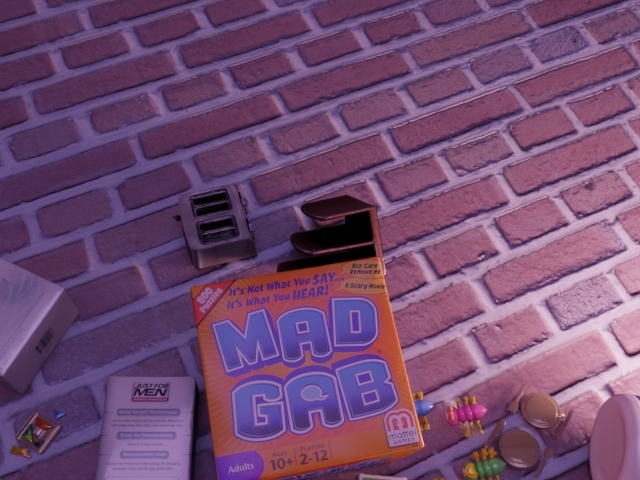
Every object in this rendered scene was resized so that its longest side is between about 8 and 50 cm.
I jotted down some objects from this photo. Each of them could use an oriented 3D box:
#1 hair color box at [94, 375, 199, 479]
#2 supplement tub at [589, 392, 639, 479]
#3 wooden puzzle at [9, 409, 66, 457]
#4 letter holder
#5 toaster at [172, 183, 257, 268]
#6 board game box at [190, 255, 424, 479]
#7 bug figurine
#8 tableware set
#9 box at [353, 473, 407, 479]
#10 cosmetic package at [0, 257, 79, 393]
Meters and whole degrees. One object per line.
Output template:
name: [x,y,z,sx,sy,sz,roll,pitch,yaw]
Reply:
hair color box: [-0.351,0.469,1.450,0.186,0.113,0.374,1,63,-4]
supplement tub: [0.743,0.450,1.463,0.317,0.228,0.228,10,62,2]
wooden puzzle: [-0.601,0.409,1.524,0.079,0.014,0.116,21,62,7]
letter holder: [0.000,0.000,1.606,0.215,0.302,0.151,-11,100,-7]
toaster: [-0.256,-0.033,1.730,0.186,0.110,0.168,-13,62,-10]
board game box: [-0.042,0.279,1.412,0.357,0.356,0.356,-9,70,-8]
bug figurine: [0.265,0.438,1.514,0.216,0.072,0.278,-16,62,4]
tableware set: [0.459,0.420,1.571,0.128,0.039,0.194,28,57,24]
box: [0.118,0.528,1.454,0.101,0.102,0.087,6,63,-2]
cosmetic package: [-0.702,0.176,1.575,0.225,0.138,0.224,22,62,10]
